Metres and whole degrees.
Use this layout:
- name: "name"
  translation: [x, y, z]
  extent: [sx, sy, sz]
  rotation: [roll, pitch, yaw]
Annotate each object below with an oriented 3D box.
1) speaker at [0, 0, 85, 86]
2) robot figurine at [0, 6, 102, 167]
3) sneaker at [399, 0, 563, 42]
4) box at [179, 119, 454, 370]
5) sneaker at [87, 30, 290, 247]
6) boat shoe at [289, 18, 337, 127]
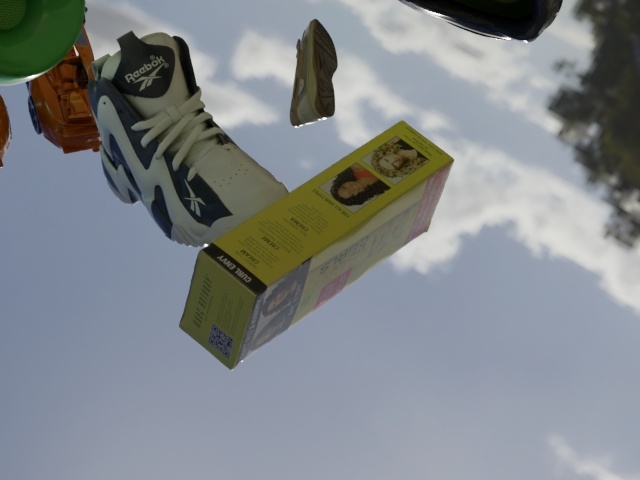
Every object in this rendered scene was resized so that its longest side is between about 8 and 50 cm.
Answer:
- name: "speaker"
  translation: [-0.299, -0.188, 1.353]
  extent: [0.131, 0.131, 0.296]
  rotation: [19, 176, -35]
- name: "robot figurine"
  translation: [-0.331, -0.207, 1.787]
  extent: [0.211, 0.085, 0.291]
  rotation: [-13, -120, -16]
- name: "sneaker"
  translation: [0.045, -0.226, 1.176]
  extent: [0.300, 0.111, 0.121]
  rotation: [23, -160, -9]
- name: "box"
  translation: [0.000, 0.000, 1.261]
  extent: [0.058, 0.087, 0.232]
  rotation: [38, -134, 20]
- name: "sneaker"
  translation: [-0.119, -0.093, 1.394]
  extent: [0.235, 0.094, 0.153]
  rotation: [33, 147, 55]
- name: "boat shoe"
  translation: [-0.012, -0.194, 1.981]
  extent: [0.056, 0.048, 0.153]
  rotation: [45, -147, -43]
